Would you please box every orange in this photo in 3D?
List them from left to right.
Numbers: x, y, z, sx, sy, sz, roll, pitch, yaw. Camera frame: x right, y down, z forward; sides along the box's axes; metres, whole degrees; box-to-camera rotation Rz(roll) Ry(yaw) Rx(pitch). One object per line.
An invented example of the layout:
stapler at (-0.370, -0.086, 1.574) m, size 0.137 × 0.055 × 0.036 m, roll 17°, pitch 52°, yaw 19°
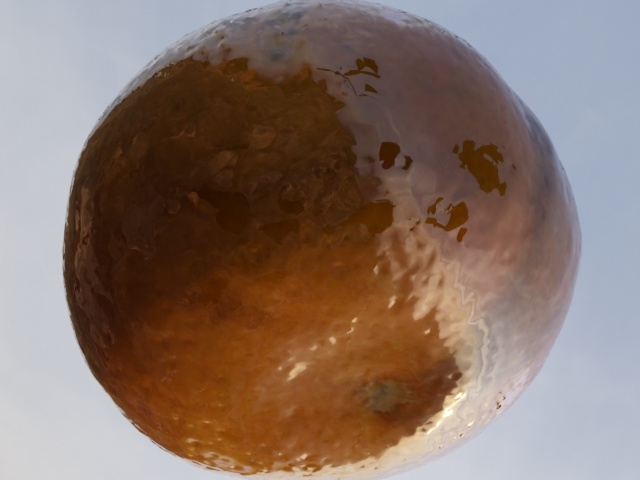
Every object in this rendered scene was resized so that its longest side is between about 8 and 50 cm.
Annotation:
orange at (0.000, 0.000, 0.637) m, size 0.240 × 0.240 × 0.171 m, roll 95°, pitch -10°, yaw -45°
